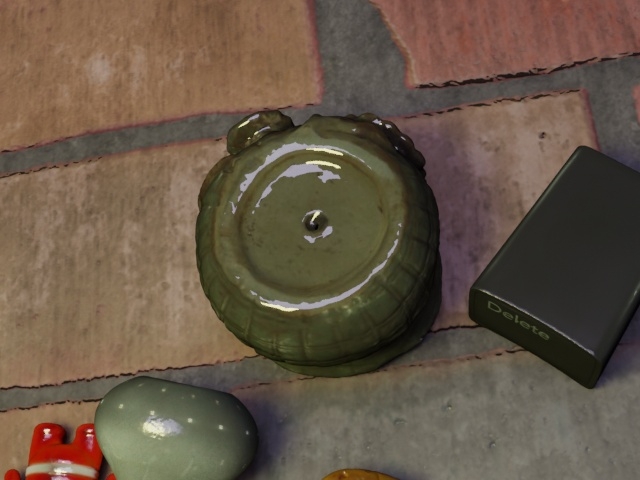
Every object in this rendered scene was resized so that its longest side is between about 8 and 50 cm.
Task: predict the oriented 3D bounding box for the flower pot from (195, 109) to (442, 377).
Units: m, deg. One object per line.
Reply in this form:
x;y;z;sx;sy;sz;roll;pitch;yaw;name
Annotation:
0.000;0.000;1.209;0.302;0.213;0.301;-3;67;8;flower pot

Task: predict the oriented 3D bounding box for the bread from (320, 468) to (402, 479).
0.077;0.316;1.138;0.189;0.077;0.114;30;95;19;bread

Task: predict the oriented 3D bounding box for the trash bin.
0.299;0.024;1.202;0.165;0.115;0.225;31;74;19;trash bin

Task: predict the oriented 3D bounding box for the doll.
-0.303;0.327;1.201;0.142;0.076;0.245;-3;63;10;doll

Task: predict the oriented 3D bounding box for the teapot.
-0.172;0.281;1.153;0.184;0.183;0.250;8;79;13;teapot
